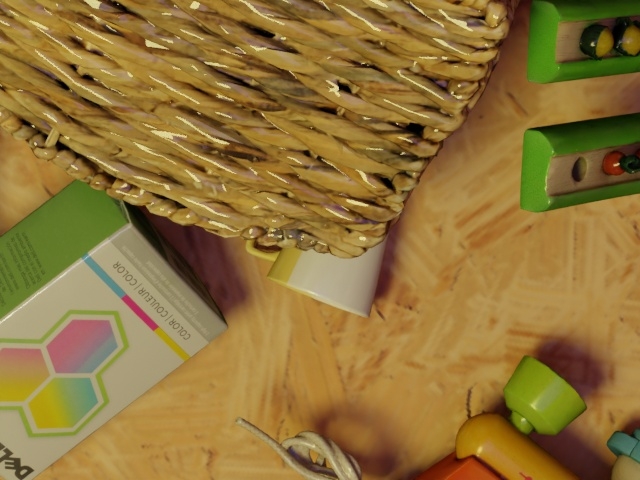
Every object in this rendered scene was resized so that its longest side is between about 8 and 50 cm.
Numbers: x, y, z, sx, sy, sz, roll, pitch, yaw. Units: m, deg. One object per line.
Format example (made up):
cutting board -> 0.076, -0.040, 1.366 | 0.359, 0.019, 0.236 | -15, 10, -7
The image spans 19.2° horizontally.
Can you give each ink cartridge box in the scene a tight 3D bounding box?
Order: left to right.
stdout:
ink cartridge box -> -0.167, 0.066, 1.042 | 0.209, 0.062, 0.109 | -37, 134, 2

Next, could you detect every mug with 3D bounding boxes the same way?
mug -> 0.003, 0.001, 1.071 | 0.078, 0.062, 0.064 | 22, 88, -12

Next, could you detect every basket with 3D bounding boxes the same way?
basket -> -0.052, -0.150, 1.018 | 0.299, 0.223, 0.213 | 27, 123, -4

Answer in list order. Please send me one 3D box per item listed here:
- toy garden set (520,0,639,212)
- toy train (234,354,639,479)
toy garden set -> 0.196, -0.144, 1.015 | 0.204, 0.049, 0.244 | -11, 108, -44
toy train -> 0.092, 0.123, 1.075 | 0.248, 0.105, 0.143 | 39, 83, -7
